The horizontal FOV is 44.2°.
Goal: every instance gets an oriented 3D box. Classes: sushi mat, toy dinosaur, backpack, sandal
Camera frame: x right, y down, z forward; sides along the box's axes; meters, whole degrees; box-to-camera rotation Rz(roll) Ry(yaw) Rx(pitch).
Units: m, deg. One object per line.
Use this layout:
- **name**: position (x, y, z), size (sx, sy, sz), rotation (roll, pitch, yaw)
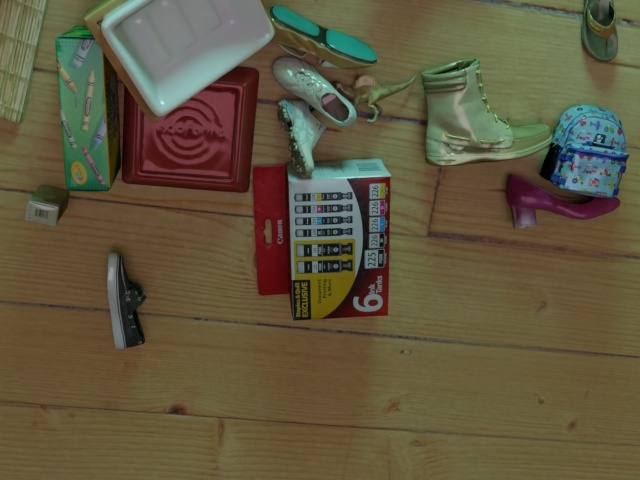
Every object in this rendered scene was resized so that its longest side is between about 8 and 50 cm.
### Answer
- **sushi mat**: position (-0.600, -0.383, 1.461), size (0.152, 0.019, 0.316), rotation (16, 108, -11)
- **toy dinosaur**: position (0.103, -0.284, 1.563), size (0.183, 0.053, 0.092), rotation (-2, 110, -6)
- **backpack**: position (0.554, -0.185, 1.616), size (0.158, 0.117, 0.173), rotation (14, 105, -5)
- **sandal**: position (0.557, -0.440, 1.555), size (0.072, 0.049, 0.180), rotation (-10, 112, -2)

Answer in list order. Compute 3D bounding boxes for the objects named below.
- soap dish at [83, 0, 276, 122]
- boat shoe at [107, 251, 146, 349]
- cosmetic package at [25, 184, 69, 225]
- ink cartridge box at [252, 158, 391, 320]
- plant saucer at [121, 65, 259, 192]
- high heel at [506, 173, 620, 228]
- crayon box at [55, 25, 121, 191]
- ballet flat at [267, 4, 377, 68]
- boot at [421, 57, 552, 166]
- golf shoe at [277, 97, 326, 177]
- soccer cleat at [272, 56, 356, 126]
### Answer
- **soap dish**: position (-0.242, -0.378, 1.371), size (0.291, 0.118, 0.228), rotation (-38, 136, -11)
- **boat shoe**: position (-0.403, 0.127, 1.653), size (0.076, 0.080, 0.228), rotation (-4, 113, -11)
- **cosmetic package**: position (-0.532, -0.070, 1.539), size (0.060, 0.115, 0.041), rotation (12, 108, -12)
- **ink cartridge box**: position (0.000, 0.000, 1.621), size (0.272, 0.130, 0.309), rotation (-3, 112, -4)
- **plant saucer**: position (-0.259, -0.219, 1.550), size (0.259, 0.047, 0.258), rotation (4, 110, -8)
- **high heel**: position (0.517, -0.100, 1.678), size (0.244, 0.082, 0.117), rotation (-8, 102, 1)
- **crayon box**: position (-0.424, -0.246, 1.456), size (0.081, 0.165, 0.278), rotation (0, 111, -7)
- **ballet flat**: position (-0.005, -0.376, 1.515), size (0.232, 0.080, 0.073), rotation (23, 135, -12)
- **boot**: position (0.333, -0.264, 1.578), size (0.262, 0.095, 0.203), rotation (-7, 111, 1)
- **golf shoe**: position (-0.025, -0.205, 1.529), size (0.086, 0.176, 0.069), rotation (-9, 156, -14)
- **soccer cleat**: position (-0.010, -0.290, 1.515), size (0.196, 0.076, 0.068), rotation (38, 98, 0)
